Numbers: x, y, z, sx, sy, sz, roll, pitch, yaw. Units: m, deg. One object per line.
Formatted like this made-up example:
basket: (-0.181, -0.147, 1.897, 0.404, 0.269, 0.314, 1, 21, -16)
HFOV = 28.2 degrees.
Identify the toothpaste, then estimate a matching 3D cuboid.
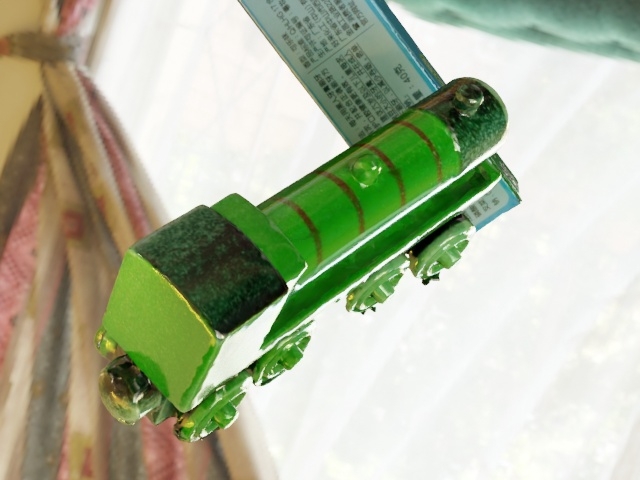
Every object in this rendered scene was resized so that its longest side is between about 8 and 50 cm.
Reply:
toothpaste: (0.012, -0.113, 0.731, 0.267, 0.065, 0.050, 52, -166, -9)

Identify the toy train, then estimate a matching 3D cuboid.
toy train: (0.000, 0.000, 0.604, 0.085, 0.119, 0.251, 45, -128, 14)
